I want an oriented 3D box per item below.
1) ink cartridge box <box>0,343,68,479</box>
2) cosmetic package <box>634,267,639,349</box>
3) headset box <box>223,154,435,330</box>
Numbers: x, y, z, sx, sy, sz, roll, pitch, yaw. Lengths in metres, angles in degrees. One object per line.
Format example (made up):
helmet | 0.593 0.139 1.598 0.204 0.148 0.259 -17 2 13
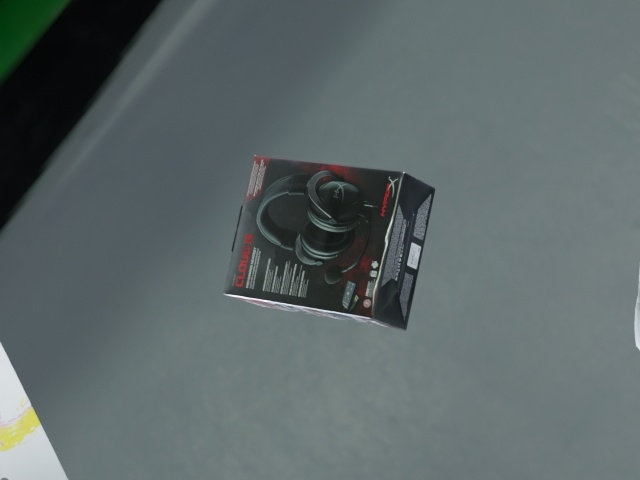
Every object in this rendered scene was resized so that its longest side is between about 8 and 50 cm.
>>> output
ink cartridge box | -0.192 0.121 0.825 0.067 0.198 0.115 -22 6 37
cosmetic package | 0.427 -0.072 0.970 0.327 0.394 0.329 153 123 -82
headset box | 0.000 0.000 0.697 0.032 0.083 0.062 23 -102 -58
